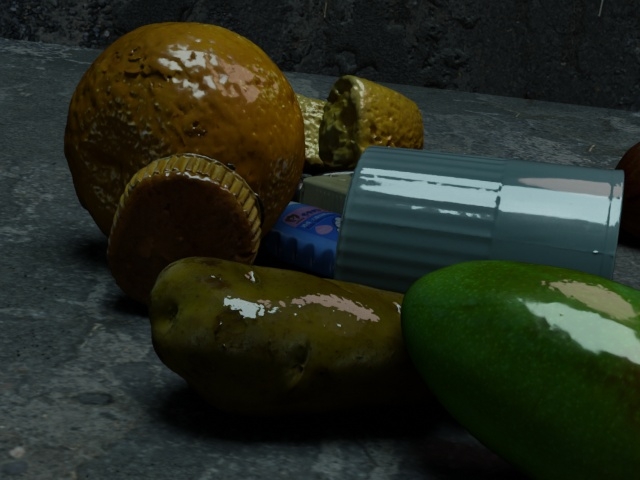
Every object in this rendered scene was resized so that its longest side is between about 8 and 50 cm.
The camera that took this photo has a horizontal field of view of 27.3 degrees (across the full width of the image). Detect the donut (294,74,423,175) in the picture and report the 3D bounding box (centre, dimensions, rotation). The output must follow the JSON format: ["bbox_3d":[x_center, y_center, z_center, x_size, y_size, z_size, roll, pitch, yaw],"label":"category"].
[{"bbox_3d":[-0.022,-0.199,2.290,0.435,0.163,0.377,10,-4,11],"label":"donut"}]

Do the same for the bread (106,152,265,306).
[{"bbox_3d":[-0.167,-0.003,1.613,0.199,0.199,0.104,8,19,2],"label":"bread"}]

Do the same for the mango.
[{"bbox_3d":[0.239,0.130,1.239,0.382,0.201,0.225,30,47,29],"label":"mango"}]

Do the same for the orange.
[{"bbox_3d":[-0.178,-0.135,1.809,0.341,0.340,0.293,18,25,35],"label":"orange"}]

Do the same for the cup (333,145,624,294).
[{"bbox_3d":[0.195,0.014,1.600,0.311,0.256,0.331,8,17,10],"label":"cup"}]

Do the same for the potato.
[{"bbox_3d":[-0.004,0.111,1.377,0.369,0.176,0.195,8,-30,-24],"label":"potato"}]

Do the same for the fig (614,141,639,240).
[{"bbox_3d":[0.576,-0.076,2.275,0.205,0.205,0.205,7,15,-2],"label":"fig"}]

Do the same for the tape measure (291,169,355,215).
[{"bbox_3d":[0.107,-0.050,2.040,0.271,0.133,0.231,16,17,37],"label":"tape measure"}]

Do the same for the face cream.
[{"bbox_3d":[0.000,0.000,1.887,0.264,0.083,0.149,18,20,37],"label":"face cream"}]
